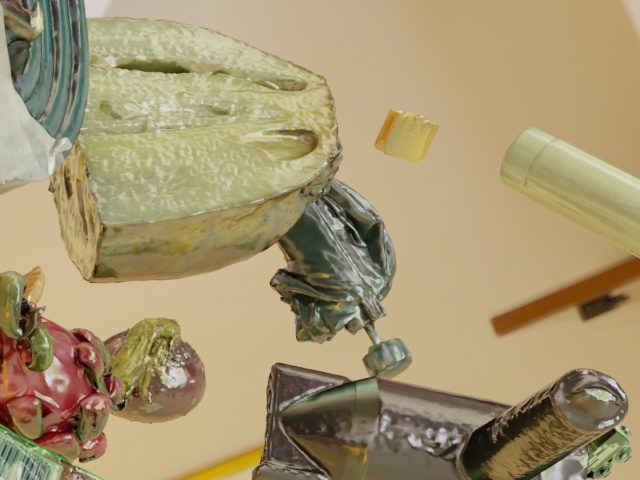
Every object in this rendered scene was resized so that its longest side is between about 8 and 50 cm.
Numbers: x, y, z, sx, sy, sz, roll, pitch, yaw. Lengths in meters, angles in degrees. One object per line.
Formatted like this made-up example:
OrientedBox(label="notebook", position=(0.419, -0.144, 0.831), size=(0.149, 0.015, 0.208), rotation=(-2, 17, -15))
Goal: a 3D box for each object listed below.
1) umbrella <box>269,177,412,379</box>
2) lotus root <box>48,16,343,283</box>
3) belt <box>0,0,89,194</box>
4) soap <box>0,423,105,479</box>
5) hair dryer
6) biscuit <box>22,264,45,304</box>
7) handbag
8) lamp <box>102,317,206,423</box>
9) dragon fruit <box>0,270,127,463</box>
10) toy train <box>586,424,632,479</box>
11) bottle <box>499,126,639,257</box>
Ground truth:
OrientedBox(label="umbrella", position=(-0.002, 0.002, 1.558), size=(0.143, 0.349, 0.094), rotation=(-33, 161, 7))
OrientedBox(label="lotus root", position=(-0.117, -0.083, 1.332), size=(0.260, 0.267, 0.149), rotation=(-7, 141, -23))
OrientedBox(label="belt", position=(-0.293, -0.216, 0.880), size=(0.173, 0.436, 0.300), rotation=(-22, 168, 19))
OrientedBox(label="soap", position=(-0.268, 0.275, 1.325), size=(0.098, 0.273, 0.218), rotation=(-47, -162, 35))
OrientedBox(label="hair dryer", position=(0.091, 0.132, 0.996), size=(0.244, 0.116, 0.302), rotation=(13, 156, -9))
OrientedBox(label="biscuit", position=(-0.443, 0.115, 1.800), size=(0.224, 0.033, 0.144), rotation=(-30, -154, -1))
OrientedBox(label="handbag", position=(0.112, -0.138, 1.867), size=(0.083, 0.027, 0.061), rotation=(11, 107, -48))
OrientedBox(label="lamp", position=(-0.223, 0.165, 1.859), size=(0.156, 0.135, 0.157), rotation=(4, -168, -33))
OrientedBox(label="dragon fruit", position=(-0.336, 0.165, 1.572), size=(0.218, 0.198, 0.273), rotation=(19, 162, 34))
OrientedBox(label="toy train", position=(0.237, 0.191, 1.260), size=(0.083, 0.033, 0.053), rotation=(-43, 135, 9))
OrientedBox(label="bottle", position=(0.282, -0.044, 1.444), size=(0.072, 0.201, 0.072), rotation=(-36, 143, -34))
